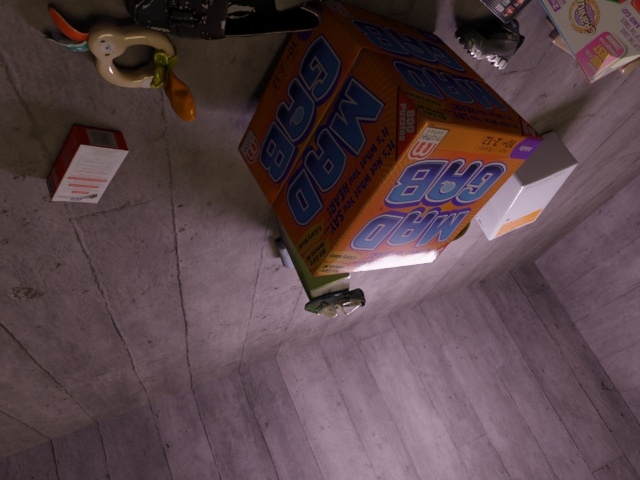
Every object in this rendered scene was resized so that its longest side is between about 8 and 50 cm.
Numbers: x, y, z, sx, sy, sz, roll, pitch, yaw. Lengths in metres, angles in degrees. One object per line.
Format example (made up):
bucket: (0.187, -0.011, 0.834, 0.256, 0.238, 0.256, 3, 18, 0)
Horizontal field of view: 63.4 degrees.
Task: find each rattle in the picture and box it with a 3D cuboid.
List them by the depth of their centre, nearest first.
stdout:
rattle: (-0.305, -0.258, 0.795, 0.130, 0.143, 0.199, -13, 172, 28)

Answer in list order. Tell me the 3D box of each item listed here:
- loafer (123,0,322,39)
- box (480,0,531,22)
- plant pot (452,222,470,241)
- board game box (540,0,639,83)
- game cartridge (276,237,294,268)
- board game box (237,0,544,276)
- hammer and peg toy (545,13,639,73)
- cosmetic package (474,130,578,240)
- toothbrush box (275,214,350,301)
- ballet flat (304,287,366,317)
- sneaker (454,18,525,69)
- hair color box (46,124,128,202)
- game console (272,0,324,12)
loafer: (-0.136, -0.359, 0.793, 0.302, 0.095, 0.109, -16, 157, -22)
box: (0.363, -0.543, 0.950, 0.216, 0.060, 0.270, -40, 153, 32)
plant pot: (0.297, -0.080, 1.678, 0.276, 0.276, 0.254, -12, 166, -29)
board game box: (0.637, -0.502, 1.033, 0.316, 0.064, 0.242, -27, 118, 36)
game cartridge: (0.000, 0.000, 1.768, 0.297, 0.062, 0.198, -23, 153, -6)
board game box: (0.118, -0.190, 1.022, 0.356, 0.356, 0.356, -4, 140, -41)
hammer and peg toy: (0.725, -0.543, 1.240, 0.361, 0.127, 0.266, -2, 146, -44)
cosmetic package: (0.758, -0.194, 1.982, 0.230, 0.161, 0.453, -23, 157, -7)
toothbrush box: (-0.024, 0.040, 1.528, 0.122, 0.283, 0.206, -21, 158, -7)
ballet flat: (0.048, 0.183, 1.462, 0.188, 0.070, 0.070, -14, 155, -23)
sneaker: (0.382, -0.454, 1.151, 0.234, 0.078, 0.106, -4, 147, -48)
hair color box: (-0.451, -0.142, 0.998, 0.093, 0.053, 0.167, 0, 145, -48)
game console: (-0.029, -0.420, 0.776, 0.122, 0.107, 0.071, -21, 170, -12)
